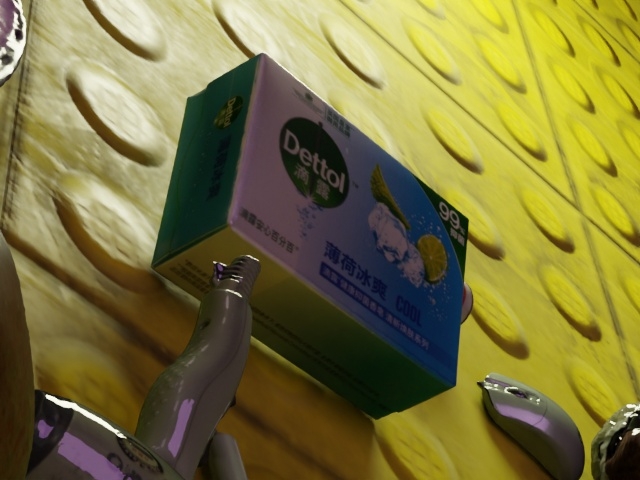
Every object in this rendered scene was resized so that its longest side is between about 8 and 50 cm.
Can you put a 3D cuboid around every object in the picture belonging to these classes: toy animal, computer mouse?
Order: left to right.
[{"bbox_3d":[0.156,0.128,1.290,0.110,0.032,0.056,42,23,-19],"label":"computer mouse"},{"bbox_3d":[0.249,0.185,1.310,0.098,0.098,0.137,-31,103,-68],"label":"toy animal"}]

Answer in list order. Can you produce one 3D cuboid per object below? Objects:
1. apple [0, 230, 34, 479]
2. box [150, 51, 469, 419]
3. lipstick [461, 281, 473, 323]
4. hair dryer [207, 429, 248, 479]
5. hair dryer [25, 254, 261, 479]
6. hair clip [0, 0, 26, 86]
[{"bbox_3d":[-0.179,0.050,0.591,0.188,0.173,0.207,-129,-148,-60],"label":"apple"},{"bbox_3d":[0.000,0.001,1.100,0.194,0.073,0.139,36,44,-31],"label":"box"},{"bbox_3d":[0.053,0.026,1.250,0.130,0.038,0.038,26,32,-44],"label":"lipstick"},{"bbox_3d":[-0.046,0.129,0.908,0.063,0.038,0.124,34,21,-34],"label":"hair dryer"},{"bbox_3d":[-0.044,0.137,0.812,0.225,0.088,0.219,-36,102,-57],"label":"hair dryer"},{"bbox_3d":[-0.221,-0.122,0.945,0.110,0.096,0.359,12,17,0],"label":"hair clip"}]
